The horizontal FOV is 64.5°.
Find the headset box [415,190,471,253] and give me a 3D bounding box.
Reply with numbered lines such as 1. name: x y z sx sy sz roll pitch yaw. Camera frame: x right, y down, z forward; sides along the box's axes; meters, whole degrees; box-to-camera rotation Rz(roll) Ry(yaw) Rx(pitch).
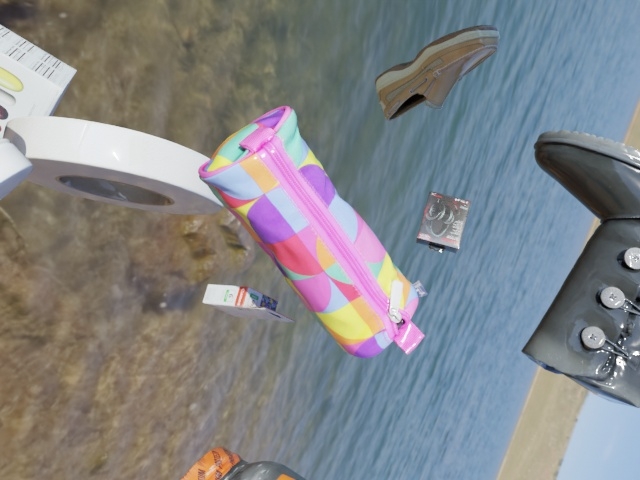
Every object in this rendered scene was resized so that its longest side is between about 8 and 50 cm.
1. headset box: 0.178 -0.023 0.741 0.032 0.062 0.083 67 40 -74

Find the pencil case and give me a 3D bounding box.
1. pencil case: 0.000 0.000 0.450 0.236 0.104 0.104 51 57 -21

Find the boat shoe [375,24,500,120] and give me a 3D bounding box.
1. boat shoe: 0.147 -0.201 0.641 0.068 0.190 0.072 -5 86 -31

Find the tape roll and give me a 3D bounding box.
1. tape roll: -0.369 -0.123 0.940 0.392 0.391 0.072 26 71 -64

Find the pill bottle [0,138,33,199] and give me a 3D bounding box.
1. pill bottle: -0.522 -0.174 0.615 0.318 0.176 0.176 51 55 -17

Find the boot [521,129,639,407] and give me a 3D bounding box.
1. boot: 0.514 0.042 0.991 0.445 0.367 0.146 -64 154 1

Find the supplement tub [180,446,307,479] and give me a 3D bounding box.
1. supplement tub: -0.020 0.389 0.548 0.207 0.338 0.207 -54 161 -28

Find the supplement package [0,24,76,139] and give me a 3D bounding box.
1. supplement package: -0.716 -0.353 1.166 0.203 0.149 0.194 30 113 -28

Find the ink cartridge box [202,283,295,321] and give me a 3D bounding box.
1. ink cartridge box: -0.091 0.082 0.663 0.063 0.115 0.029 36 61 -47
